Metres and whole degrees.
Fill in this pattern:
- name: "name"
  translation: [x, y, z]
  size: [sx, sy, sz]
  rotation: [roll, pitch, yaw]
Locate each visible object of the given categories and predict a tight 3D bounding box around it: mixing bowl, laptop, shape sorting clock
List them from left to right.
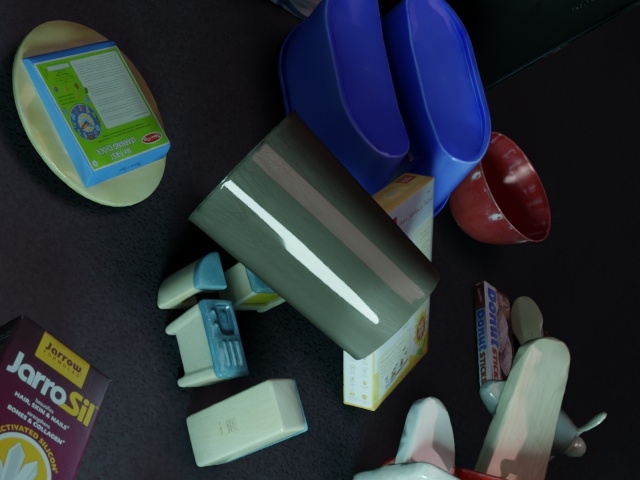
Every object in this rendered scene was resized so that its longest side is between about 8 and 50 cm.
- name: "shape sorting clock"
  translation: [-0.236, -0.131, 1.156]
  size: [0.206, 0.040, 0.206]
  rotation: [36, 40, -37]
- name: "laptop"
  translation: [0.230, -0.484, 1.697]
  size: [0.236, 0.382, 0.408]
  rotation: [10, 60, -50]
- name: "mixing bowl"
  translation: [0.258, -0.064, 1.696]
  size: [0.181, 0.098, 0.181]
  rotation: [32, 44, -37]

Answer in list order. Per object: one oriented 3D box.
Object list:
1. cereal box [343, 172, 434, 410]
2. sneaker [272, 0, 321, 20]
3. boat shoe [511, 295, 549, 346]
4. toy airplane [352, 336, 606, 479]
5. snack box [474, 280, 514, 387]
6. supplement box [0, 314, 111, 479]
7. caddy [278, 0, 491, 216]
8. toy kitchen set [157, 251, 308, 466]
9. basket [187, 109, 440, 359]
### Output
- name: "cereal box"
  translation: [0.082, 0.057, 1.325]
  size: [0.173, 0.047, 0.240]
  rotation: [-35, 130, -55]
- name: "sneaker"
  translation: [-0.010, -0.402, 1.509]
  size: [0.315, 0.182, 0.127]
  rotation: [-2, 70, -53]
- name: "boat shoe"
  translation: [0.320, 0.148, 1.684]
  size: [0.042, 0.049, 0.133]
  rotation: [59, 14, -60]
- name: "toy airplane"
  translation: [0.210, 0.341, 1.265]
  size: [0.386, 0.272, 0.384]
  rotation: [-22, 72, -19]
- name: "snack box"
  translation: [0.252, 0.148, 1.611]
  size: [0.064, 0.022, 0.178]
  rotation: [32, 45, -34]
- name: "supplement box"
  translation: [-0.254, 0.168, 0.894]
  size: [0.104, 0.080, 0.188]
  rotation: [42, 39, -26]
- name: "caddy"
  translation: [0.076, -0.180, 1.480]
  size: [0.241, 0.179, 0.341]
  rotation: [2, 63, -25]
- name: "toy kitchen set"
  translation: [-0.054, 0.110, 1.155]
  size: [0.166, 0.122, 0.207]
  rotation: [5, 63, -51]
- name: "basket"
  translation: [0.000, 0.000, 1.146]
  size: [0.227, 0.154, 0.204]
  rotation: [44, 11, -5]
